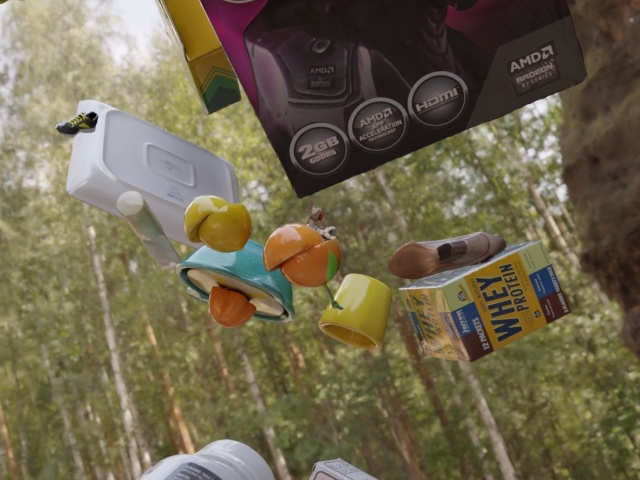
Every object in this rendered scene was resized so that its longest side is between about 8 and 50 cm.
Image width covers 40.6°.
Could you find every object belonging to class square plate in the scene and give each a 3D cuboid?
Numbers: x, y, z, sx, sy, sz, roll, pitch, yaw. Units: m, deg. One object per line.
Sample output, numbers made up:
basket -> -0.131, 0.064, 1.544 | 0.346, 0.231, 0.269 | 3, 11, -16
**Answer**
square plate -> -0.282, -0.119, 1.577 | 0.347, 0.344, 0.049 | 24, -64, -25

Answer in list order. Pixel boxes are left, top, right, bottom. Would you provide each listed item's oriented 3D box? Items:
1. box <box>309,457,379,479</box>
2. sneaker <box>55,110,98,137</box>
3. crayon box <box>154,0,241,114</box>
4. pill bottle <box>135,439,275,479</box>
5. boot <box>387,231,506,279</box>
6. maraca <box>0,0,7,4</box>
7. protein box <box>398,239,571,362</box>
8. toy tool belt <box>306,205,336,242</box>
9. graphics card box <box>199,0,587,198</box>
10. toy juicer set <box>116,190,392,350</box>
box -> 0.097, 0.397, 1.016 | 0.169, 0.290, 0.087 | -68, -23, 0
sneaker -> -0.388, -0.189, 1.378 | 0.035, 0.031, 0.083 | -57, -14, 29
crayon box -> -0.226, -0.371, 1.531 | 0.081, 0.202, 0.318 | -25, -9, -5
pill bottle -> -0.182, 0.368, 1.038 | 0.176, 0.176, 0.318 | -36, -2, 30
boot -> 0.144, 0.018, 0.958 | 0.087, 0.042, 0.118 | -3, -8, -39
maraca -> -0.474, -0.378, 1.229 | 0.127, 0.186, 0.099 | -49, -26, -43
protein box -> 0.277, 0.103, 1.495 | 0.201, 0.136, 0.200 | -23, 2, -16
toy tool belt -> 0.000, 0.000, 1.184 | 0.051, 0.083, 0.052 | 21, 4, 3
graphics card box -> 0.012, -0.233, 0.573 | 0.233, 0.094, 0.371 | -22, -60, 7
toy juicer set -> -0.103, 0.031, 0.882 | 0.329, 0.089, 0.209 | 10, -22, 31
